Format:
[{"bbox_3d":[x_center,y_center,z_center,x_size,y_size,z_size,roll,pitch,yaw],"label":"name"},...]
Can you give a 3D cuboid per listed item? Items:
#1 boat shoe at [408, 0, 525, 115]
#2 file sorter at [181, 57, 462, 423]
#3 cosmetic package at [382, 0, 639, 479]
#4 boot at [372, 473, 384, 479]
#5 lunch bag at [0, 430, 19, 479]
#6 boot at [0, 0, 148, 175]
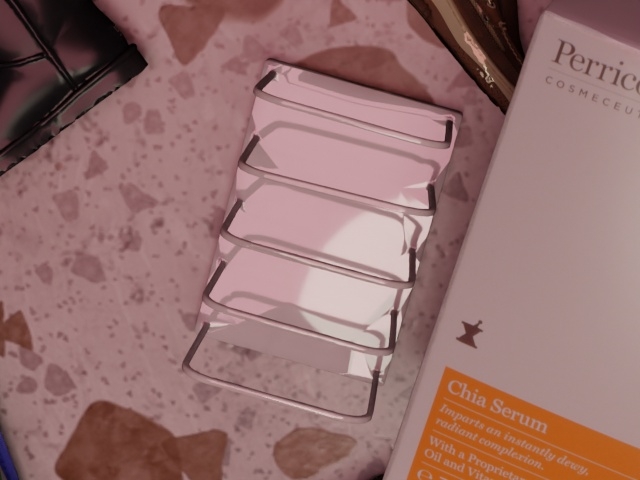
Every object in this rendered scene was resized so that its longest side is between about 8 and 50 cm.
[{"bbox_3d":[0.144,-0.213,1.453,0.095,0.095,0.257,-40,96,6],"label":"boat shoe"},{"bbox_3d":[0.000,0.000,1.470,0.193,0.173,0.277,16,103,1],"label":"file sorter"},{"bbox_3d":[0.231,0.037,1.318,0.230,0.161,0.453,22,117,13],"label":"cosmetic package"},{"bbox_3d":[0.093,0.366,1.588,0.236,0.089,0.269,-22,100,20],"label":"boot"},{"bbox_3d":[-0.471,0.244,1.534,0.328,0.239,0.385,-17,107,10],"label":"lunch bag"},{"bbox_3d":[-0.312,-0.177,1.496,0.246,0.094,0.207,-37,100,4],"label":"boot"}]
